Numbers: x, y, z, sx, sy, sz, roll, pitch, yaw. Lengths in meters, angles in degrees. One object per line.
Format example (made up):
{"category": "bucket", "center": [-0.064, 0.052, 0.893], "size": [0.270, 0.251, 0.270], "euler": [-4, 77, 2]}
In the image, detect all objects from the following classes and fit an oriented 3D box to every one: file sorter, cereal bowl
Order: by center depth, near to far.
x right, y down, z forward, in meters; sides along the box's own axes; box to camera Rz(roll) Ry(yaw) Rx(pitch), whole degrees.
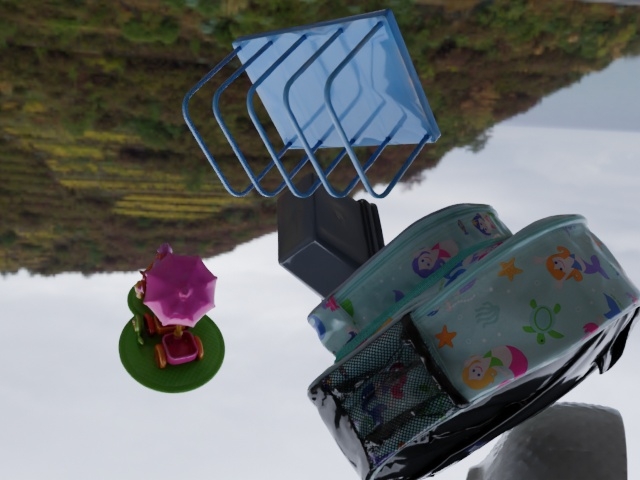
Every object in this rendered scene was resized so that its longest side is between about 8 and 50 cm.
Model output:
{"category": "file sorter", "center": [-0.013, -0.103, 0.639], "size": [0.170, 0.118, 0.104], "euler": [4, -137, 41]}
{"category": "cereal bowl", "center": [0.207, 0.324, 0.769], "size": [0.141, 0.338, 0.339], "euler": [7, -170, 15]}

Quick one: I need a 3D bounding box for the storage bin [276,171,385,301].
{"category": "storage bin", "center": [0.000, 0.000, 0.795], "size": [0.091, 0.098, 0.135], "euler": [36, -149, -29]}

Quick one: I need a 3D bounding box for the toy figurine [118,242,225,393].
{"category": "toy figurine", "center": [-0.172, 0.065, 0.898], "size": [0.130, 0.159, 0.173], "euler": [-9, -127, -25]}

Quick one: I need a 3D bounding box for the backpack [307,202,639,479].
{"category": "backpack", "center": [0.133, 0.074, 0.646], "size": [0.253, 0.191, 0.225], "euler": [-37, 162, 29]}
